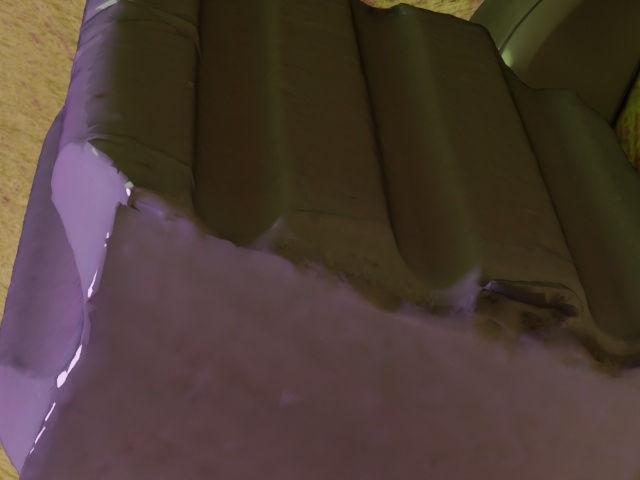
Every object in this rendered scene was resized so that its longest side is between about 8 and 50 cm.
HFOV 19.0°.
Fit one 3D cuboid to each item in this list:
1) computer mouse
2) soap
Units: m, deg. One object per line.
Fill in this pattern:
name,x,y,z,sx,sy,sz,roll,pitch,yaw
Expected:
computer mouse,0.152,-0.127,1.390,0.184,0.121,0.297,178,115,-82
soap,0.000,0.000,1.129,0.435,0.350,0.213,-100,27,-62
